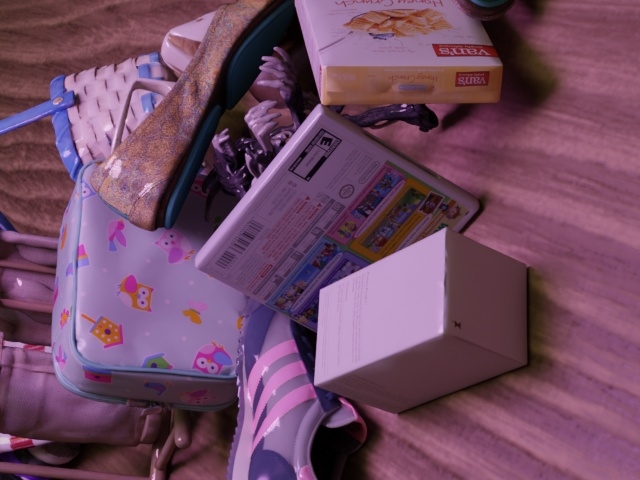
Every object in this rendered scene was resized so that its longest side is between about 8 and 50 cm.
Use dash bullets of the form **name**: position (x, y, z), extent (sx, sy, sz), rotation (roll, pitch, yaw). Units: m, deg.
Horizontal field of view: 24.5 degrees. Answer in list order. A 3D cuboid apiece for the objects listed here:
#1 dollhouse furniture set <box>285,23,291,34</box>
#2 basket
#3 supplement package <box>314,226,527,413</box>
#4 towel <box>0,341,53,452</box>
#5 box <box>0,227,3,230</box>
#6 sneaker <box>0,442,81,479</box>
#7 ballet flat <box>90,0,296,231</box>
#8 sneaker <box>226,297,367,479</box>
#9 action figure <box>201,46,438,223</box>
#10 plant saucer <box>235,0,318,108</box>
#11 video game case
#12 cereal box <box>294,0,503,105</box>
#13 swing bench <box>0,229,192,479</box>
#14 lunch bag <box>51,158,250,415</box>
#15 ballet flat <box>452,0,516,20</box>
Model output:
- **dollhouse furniture set**: position (-0.086, -0.243, 1.790), extent (0.152, 0.058, 0.076), rotation (-20, 45, 25)
- **basket**: position (-0.272, -0.082, 1.794), extent (0.289, 0.255, 0.201), rotation (-25, 42, 13)
- **supplement package**: position (0.091, 0.078, 1.355), extent (0.179, 0.105, 0.105), rotation (-27, 49, 45)
- **towel**: position (-0.354, 0.151, 1.883), extent (0.329, 0.037, 0.237), rotation (-13, 57, 21)
- **box**: position (-0.627, 0.053, 2.434), extent (0.270, 0.060, 0.216), rotation (13, 82, 57)
- **sneaker**: position (-0.416, 0.226, 1.990), extent (0.146, 0.102, 0.293), rotation (-52, 36, 24)
- **ballet flat**: position (-0.142, -0.167, 1.615), extent (0.123, 0.123, 0.348), rotation (-13, 42, 51)
- **sneaker**: position (-0.013, 0.168, 1.480), extent (0.131, 0.112, 0.319), rotation (-13, 49, 17)
- **action figure**: position (-0.026, -0.121, 1.539), extent (0.276, 0.141, 0.164), rotation (-24, 36, 14)
- **plant saucer**: position (-0.019, -0.314, 1.803), extent (0.310, 0.050, 0.310), rotation (-32, 46, 40)
- **video game case**: position (0.015, -0.008, 1.435), extent (0.212, 0.193, 0.023), rotation (-50, 25, 25)
- **cereal box**: position (0.072, -0.206, 1.465), extent (0.240, 0.173, 0.047), rotation (-104, 14, -57)
- **swing bench**: position (-0.281, 0.136, 1.683), extent (0.165, 0.253, 0.254), rotation (121, 153, -52)
- **lunch bag**: position (-0.173, 0.055, 1.610), extent (0.108, 0.224, 0.279), rotation (125, 148, -52)
- **ballet flat**: position (0.164, -0.340, 1.527), extent (0.106, 0.108, 0.316), rotation (-40, 33, 57)
